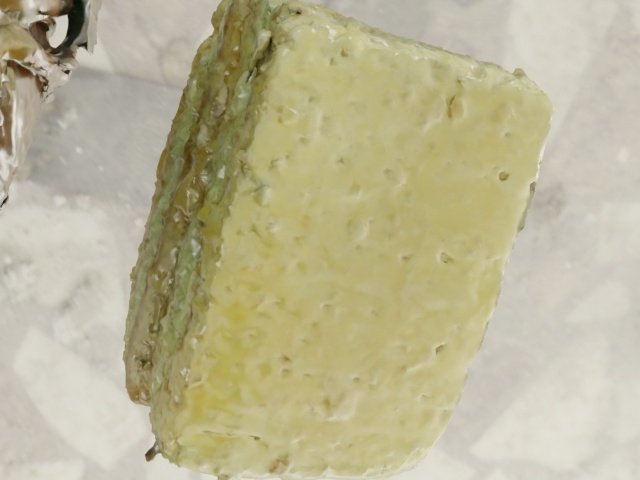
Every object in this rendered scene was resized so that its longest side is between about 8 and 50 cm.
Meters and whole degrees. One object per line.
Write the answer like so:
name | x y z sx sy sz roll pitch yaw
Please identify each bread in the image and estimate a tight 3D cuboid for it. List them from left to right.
bread | 0.000 0.000 0.637 0.138 0.102 0.196 11 101 -20

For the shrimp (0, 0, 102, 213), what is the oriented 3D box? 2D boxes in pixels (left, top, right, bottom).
shrimp | -0.170 -0.133 0.666 0.116 0.343 0.145 -12 140 15
